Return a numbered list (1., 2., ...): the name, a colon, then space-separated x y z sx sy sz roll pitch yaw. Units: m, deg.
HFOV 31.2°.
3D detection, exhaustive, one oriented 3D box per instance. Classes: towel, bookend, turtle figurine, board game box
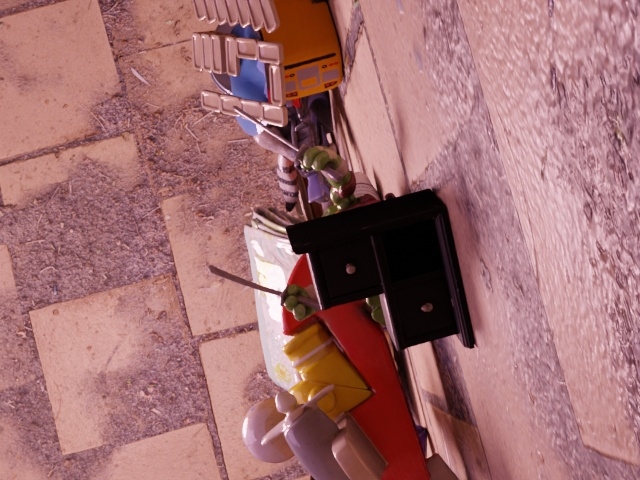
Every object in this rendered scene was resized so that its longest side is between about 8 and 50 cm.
1. towel: -0.002 0.138 2.034 0.320 0.090 0.375 19 126 52
2. bookend: 0.060 0.046 1.161 0.072 0.157 0.156 -112 8 -72
3. turtle figurine: 0.000 0.000 1.344 0.274 0.198 0.266 32 177 -25
4. board game box: -0.096 -0.243 1.724 0.133 0.033 0.169 13 112 62

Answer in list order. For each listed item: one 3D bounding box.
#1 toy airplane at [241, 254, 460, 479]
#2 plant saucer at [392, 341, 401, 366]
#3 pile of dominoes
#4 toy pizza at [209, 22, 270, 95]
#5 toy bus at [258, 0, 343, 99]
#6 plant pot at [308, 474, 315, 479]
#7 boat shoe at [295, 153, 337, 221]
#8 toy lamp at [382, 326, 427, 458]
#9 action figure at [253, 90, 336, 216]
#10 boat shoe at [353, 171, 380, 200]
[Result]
1. toy airplane: 0.035 0.251 1.527 0.384 0.272 0.386 -105 -2 -45
2. plant saucer: 0.101 0.134 2.055 0.198 0.036 0.199 166 90 -88
3. pile of dominoes: -0.113 -0.281 1.690 0.251 0.040 0.196 20 117 51
4. toy pizza: -0.085 -0.306 1.817 0.032 0.201 0.201 46 -156 -61
5. toy bus: -0.059 -0.390 1.738 0.130 0.108 0.333 77 176 -65
6. plant pot: 0.102 0.476 2.439 0.230 0.215 0.215 -37 -67 -77
7. boat shoe: -0.014 -0.153 2.189 0.111 0.104 0.307 169 88 -78
8. toy lamp: 0.119 0.249 1.871 0.080 0.080 0.275 -127 22 -83
9. action figure: -0.048 -0.151 1.935 0.330 0.178 0.341 54 -155 -44
10. boat shoe: 0.070 0.002 1.709 0.076 0.083 0.226 -89 0 -54
